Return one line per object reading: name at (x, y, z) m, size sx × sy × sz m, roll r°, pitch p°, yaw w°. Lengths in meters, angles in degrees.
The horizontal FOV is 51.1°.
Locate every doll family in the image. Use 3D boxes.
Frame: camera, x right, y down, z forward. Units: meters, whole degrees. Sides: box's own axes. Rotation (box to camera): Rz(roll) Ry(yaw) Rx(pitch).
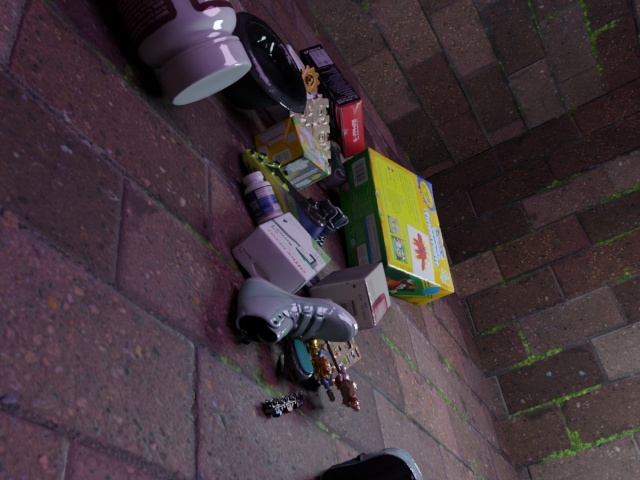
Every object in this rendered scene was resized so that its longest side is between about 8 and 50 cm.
doll family at (0.007, 0.260, 1.483) m, size 0.163 × 0.118 × 0.263 m, roll 81°, pitch -5°, yaw -70°

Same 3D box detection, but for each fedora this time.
fedora at (-0.178, -0.456, 1.828) m, size 0.334 × 0.153 × 0.334 m, roll 49°, pitch 26°, yaw -34°

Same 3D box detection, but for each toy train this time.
toy train at (-0.069, 0.323, 1.315) m, size 0.158 × 0.027 × 0.036 m, roll 15°, pitch 63°, yaw -68°

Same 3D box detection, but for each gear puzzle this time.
gear puzzle at (-0.044, -0.356, 2.024) m, size 0.175 × 0.044 × 0.338 m, roll -15°, pitch 107°, yaw -45°

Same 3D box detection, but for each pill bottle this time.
pill bottle at (-0.312, -0.500, 1.389) m, size 0.392 × 0.224 × 0.224 m, roll 64°, pitch 17°, yaw -4°
pill bottle at (-0.142, -0.101, 1.602) m, size 0.120 × 0.067 × 0.067 m, roll 66°, pitch 17°, yaw 4°

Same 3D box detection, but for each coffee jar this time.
coffee jar at (0.028, -0.265, 2.262) m, size 0.079 × 0.096 × 0.184 m, roll 38°, pitch 32°, yaw -41°

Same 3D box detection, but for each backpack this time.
backpack at (0.117, 0.504, 1.334) m, size 0.144 × 0.188 × 0.165 m, roll 22°, pitch 45°, yaw -65°

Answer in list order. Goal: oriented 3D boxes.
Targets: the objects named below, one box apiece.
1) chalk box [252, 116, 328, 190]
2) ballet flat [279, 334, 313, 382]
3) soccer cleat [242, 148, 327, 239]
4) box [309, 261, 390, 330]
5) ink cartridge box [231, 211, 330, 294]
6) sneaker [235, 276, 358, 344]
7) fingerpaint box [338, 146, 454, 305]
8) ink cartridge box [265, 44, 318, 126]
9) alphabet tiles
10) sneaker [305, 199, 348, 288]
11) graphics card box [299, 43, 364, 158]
chalk box at (-0.071, -0.229, 1.874) m, size 0.213 × 0.132 × 0.132 m, roll 31°, pitch 38°, yaw -63°
ballet flat at (-0.066, 0.215, 1.408) m, size 0.070 × 0.070 × 0.188 m, roll 47°, pitch 22°, yaw -45°
soccer cleat at (-0.110, -0.109, 1.670) m, size 0.289 × 0.121 × 0.093 m, roll 47°, pitch 22°, yaw 11°
box at (0.081, 0.147, 1.720) m, size 0.232 × 0.149 × 0.126 m, roll -27°, pitch 104°, yaw -72°
ink cartridge box at (-0.082, 0.035, 1.497) m, size 0.160 × 0.092 × 0.219 m, roll 48°, pitch 17°, yaw 2°
sneaker at (-0.050, 0.175, 1.318) m, size 0.256 × 0.094 × 0.151 m, roll 20°, pitch 29°, yaw -7°
fingerpaint box at (0.249, -0.037, 2.277) m, size 0.371 × 0.163 × 0.444 m, roll 21°, pitch 51°, yaw -43°
ink cartridge box at (-0.091, -0.468, 2.164) m, size 0.198 × 0.115 × 0.272 m, roll 49°, pitch 24°, yaw -43°
alphabet tiles at (0.035, 0.222, 1.778) m, size 0.237 × 0.009 × 0.198 m, roll 66°, pitch 18°, yaw 6°
sneaker at (-0.001, -0.001, 1.722) m, size 0.086 × 0.163 × 0.226 m, roll 40°, pitch 32°, yaw -57°
graphics card box at (0.040, -0.496, 2.364) m, size 0.232 × 0.094 × 0.371 m, roll 80°, pitch -16°, yaw -50°
